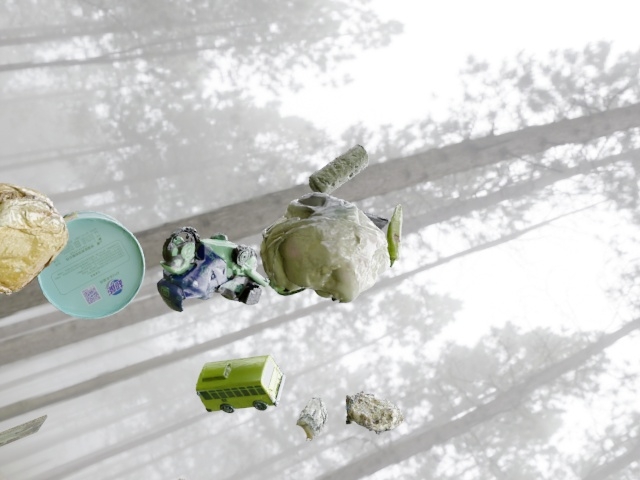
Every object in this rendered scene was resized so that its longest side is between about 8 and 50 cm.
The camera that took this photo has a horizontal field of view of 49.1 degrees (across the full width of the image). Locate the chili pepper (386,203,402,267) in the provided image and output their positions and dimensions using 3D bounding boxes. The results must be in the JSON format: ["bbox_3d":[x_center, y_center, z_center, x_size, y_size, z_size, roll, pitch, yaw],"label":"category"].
[{"bbox_3d":[0.188,-0.028,1.757,0.043,0.049,0.208,-23,-139,37],"label":"chili pepper"}]

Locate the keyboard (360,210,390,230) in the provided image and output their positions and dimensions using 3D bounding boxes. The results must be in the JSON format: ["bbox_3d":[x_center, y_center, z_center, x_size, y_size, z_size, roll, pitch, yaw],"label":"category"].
[{"bbox_3d":[0.091,-0.053,1.770,0.060,0.195,0.018,-47,-133,31],"label":"keyboard"}]

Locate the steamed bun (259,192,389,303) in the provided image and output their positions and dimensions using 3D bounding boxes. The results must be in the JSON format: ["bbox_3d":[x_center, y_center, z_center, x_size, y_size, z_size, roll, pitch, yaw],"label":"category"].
[{"bbox_3d":[0.013,-0.012,1.583,0.267,0.280,0.207,21,-59,23],"label":"steamed bun"}]

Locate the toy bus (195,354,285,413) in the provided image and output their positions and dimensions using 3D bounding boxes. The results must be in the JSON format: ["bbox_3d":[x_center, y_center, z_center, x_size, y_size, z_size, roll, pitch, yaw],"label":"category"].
[{"bbox_3d":[-0.260,0.452,2.216,0.262,0.128,0.150,-11,-52,22],"label":"toy bus"}]

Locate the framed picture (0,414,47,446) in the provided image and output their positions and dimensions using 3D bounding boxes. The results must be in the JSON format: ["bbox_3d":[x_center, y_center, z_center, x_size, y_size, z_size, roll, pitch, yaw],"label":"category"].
[{"bbox_3d":[-0.814,0.509,1.800,0.136,0.200,0.010,-44,-110,46],"label":"framed picture"}]

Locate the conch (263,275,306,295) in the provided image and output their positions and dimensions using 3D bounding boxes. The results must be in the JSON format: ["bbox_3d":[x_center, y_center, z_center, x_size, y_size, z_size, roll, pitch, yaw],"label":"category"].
[{"bbox_3d":[-0.087,0.120,2.089,0.200,0.095,0.080,-16,-110,34],"label":"conch"}]

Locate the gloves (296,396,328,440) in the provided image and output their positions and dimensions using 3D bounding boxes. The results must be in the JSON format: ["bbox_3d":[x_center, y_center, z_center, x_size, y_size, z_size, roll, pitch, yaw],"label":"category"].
[{"bbox_3d":[-0.017,0.618,2.436,0.070,0.153,0.114,-28,-80,29],"label":"gloves"}]

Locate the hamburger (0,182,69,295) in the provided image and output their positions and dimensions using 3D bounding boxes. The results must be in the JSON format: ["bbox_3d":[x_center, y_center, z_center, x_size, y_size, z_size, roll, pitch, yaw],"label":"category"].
[{"bbox_3d":[-0.546,-0.003,1.207,0.108,0.213,0.214,46,-39,26],"label":"hamburger"}]

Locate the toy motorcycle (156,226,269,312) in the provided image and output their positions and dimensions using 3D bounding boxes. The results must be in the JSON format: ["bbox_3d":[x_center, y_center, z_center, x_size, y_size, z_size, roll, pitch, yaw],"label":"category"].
[{"bbox_3d":[-0.265,0.080,1.657,0.125,0.331,0.196,25,-88,33],"label":"toy motorcycle"}]

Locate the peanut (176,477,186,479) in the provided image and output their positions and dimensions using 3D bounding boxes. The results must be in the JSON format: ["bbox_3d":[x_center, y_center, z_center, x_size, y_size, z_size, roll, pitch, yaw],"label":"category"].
[{"bbox_3d":[-0.366,0.749,1.874,0.099,0.099,0.214,-28,-101,60],"label":"peanut"}]

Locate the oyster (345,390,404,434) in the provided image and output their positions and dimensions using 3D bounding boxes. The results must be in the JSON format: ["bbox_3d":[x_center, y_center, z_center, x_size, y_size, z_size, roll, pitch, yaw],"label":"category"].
[{"bbox_3d":[0.161,0.552,2.280,0.198,0.259,0.092,19,-73,39],"label":"oyster"}]

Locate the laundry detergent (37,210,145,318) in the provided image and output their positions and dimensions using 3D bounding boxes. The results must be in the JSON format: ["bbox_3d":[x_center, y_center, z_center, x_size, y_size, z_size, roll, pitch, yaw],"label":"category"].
[{"bbox_3d":[-0.676,0.060,2.044,0.305,0.287,0.287,-163,-119,-68],"label":"laundry detergent"}]

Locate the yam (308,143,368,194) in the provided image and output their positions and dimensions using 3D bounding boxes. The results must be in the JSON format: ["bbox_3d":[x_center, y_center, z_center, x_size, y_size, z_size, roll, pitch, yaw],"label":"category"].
[{"bbox_3d":[0.050,-0.192,1.937,0.078,0.179,0.078,50,-11,14],"label":"yam"}]
